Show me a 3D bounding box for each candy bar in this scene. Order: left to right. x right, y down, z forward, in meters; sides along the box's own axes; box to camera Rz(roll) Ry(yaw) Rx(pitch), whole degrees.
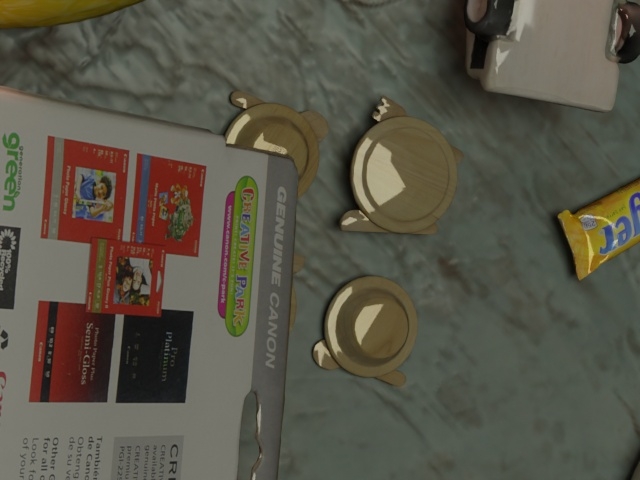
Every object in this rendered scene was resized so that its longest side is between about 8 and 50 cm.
[{"bbox_3d":[0.205,-0.029,1.122,0.161,0.018,0.040,-27,101,-21],"label":"candy bar"}]

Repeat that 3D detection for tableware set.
[{"bbox_3d":[0.000,0.000,1.031,0.141,0.020,0.168,15,85,-21],"label":"tableware set"}]

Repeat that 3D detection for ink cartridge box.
[{"bbox_3d":[-0.142,0.094,0.883,0.272,0.130,0.309,9,86,-56],"label":"ink cartridge box"}]

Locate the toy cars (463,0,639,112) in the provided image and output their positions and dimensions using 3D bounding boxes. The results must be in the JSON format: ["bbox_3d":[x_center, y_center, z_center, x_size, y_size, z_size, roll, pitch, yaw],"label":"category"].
[{"bbox_3d":[0.076,-0.254,1.033,0.176,0.087,0.393,-34,106,-18],"label":"toy cars"}]

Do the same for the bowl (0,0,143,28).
[{"bbox_3d":[-0.120,-0.197,0.886,0.289,0.289,0.156,-49,151,-16],"label":"bowl"}]

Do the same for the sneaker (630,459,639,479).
[{"bbox_3d":[0.226,0.230,1.060,0.131,0.148,0.350,26,79,-22],"label":"sneaker"}]
